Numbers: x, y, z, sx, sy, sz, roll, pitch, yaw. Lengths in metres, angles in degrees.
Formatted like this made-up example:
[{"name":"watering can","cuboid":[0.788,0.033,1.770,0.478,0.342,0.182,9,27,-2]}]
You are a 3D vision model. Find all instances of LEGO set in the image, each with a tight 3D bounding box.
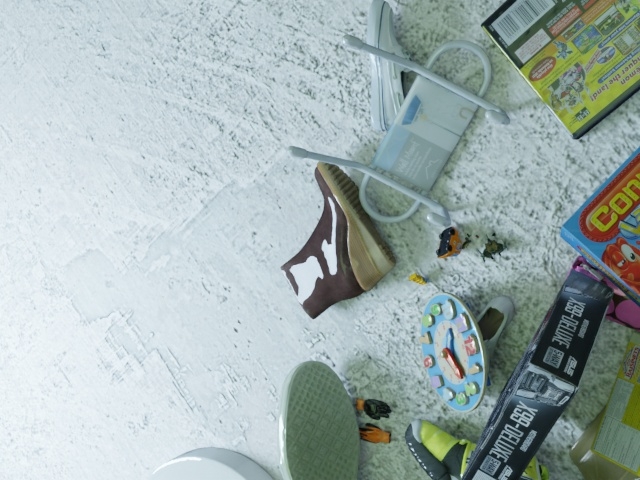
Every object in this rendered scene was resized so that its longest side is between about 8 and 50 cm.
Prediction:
[{"name":"LEGO set","cuboid":[0.284,0.011,1.567,0.083,0.023,0.054,34,81,39]}]

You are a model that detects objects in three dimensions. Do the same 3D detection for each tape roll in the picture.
[{"name":"tape roll","cuboid":[-0.217,0.621,1.880,0.392,0.072,0.392,4,98,28]}]

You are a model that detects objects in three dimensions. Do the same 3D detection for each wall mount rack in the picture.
[{"name":"wall mount rack","cuboid":[0.129,-0.185,1.520,0.304,0.130,0.350,26,110,-6]}]

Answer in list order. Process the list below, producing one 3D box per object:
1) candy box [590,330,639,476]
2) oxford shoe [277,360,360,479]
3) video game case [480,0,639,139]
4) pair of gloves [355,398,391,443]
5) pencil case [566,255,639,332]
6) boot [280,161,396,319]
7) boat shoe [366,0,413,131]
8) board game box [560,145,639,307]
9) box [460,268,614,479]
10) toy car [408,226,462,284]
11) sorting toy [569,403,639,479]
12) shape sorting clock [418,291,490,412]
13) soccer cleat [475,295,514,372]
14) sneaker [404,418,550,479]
[{"name":"candy box","cuboid":[0.497,0.253,1.424,0.105,0.027,0.206,23,93,63]},{"name":"oxford shoe","cuboid":[-0.003,0.449,1.711,0.130,0.169,0.449,-13,88,66]},{"name":"video game case","cuboid":[0.432,-0.340,1.439,0.275,0.035,0.248,-41,76,25]},{"name":"pair of gloves","cuboid":[0.099,0.338,1.711,0.074,0.010,0.083,5,96,29]},{"name":"pencil case","cuboid":[0.485,0.091,1.423,0.209,0.095,0.098,18,138,22]},{"name":"boot","cuboid":[0.000,0.000,1.677,0.207,0.090,0.248,-32,84,25]},{"name":"boat shoe","cuboid":[0.128,-0.303,1.590,0.076,0.083,0.226,2,109,17]},{"name":"board game box","cuboid":[0.565,-0.021,1.321,0.302,0.086,0.308,44,93,16]},{"name":"box","cuboid":[0.324,0.228,1.390,0.076,0.242,0.307,28,130,12]},{"name":"toy car","cuboid":[0.207,0.029,1.613,0.040,0.060,0.122,25,135,-21]},{"name":"sorting toy","cuboid":[0.486,0.382,1.441,0.307,0.041,0.229,-59,30,21]},{"name":"shape sorting clock","cuboid":[0.221,0.190,1.555,0.206,0.040,0.206,25,118,60]},{"name":"soccer cleat","cuboid":[0.269,0.181,1.564,0.068,0.076,0.196,30,109,22]},{"name":"sneaker","cuboid":[0.300,0.412,1.536,0.147,0.145,0.385,-48,50,-7]}]
